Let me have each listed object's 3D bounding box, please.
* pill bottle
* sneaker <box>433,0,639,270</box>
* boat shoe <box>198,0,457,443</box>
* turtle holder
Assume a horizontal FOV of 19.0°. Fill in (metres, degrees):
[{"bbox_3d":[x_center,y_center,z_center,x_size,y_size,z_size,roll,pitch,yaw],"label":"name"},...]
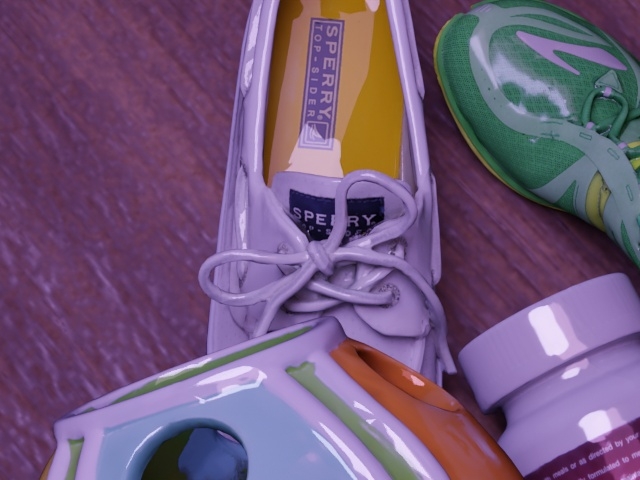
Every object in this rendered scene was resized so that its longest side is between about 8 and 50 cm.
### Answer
[{"bbox_3d":[0.162,0.136,0.976,0.121,0.121,0.221,-23,77,-7],"label":"pill bottle"},{"bbox_3d":[0.185,-0.033,1.022,0.109,0.123,0.295,-43,79,-11],"label":"sneaker"},{"bbox_3d":[0.009,-0.001,0.989,0.136,0.156,0.367,3,77,1],"label":"boat shoe"},{"bbox_3d":[-0.044,0.171,0.873,0.320,0.243,0.227,-18,93,35],"label":"turtle holder"}]
